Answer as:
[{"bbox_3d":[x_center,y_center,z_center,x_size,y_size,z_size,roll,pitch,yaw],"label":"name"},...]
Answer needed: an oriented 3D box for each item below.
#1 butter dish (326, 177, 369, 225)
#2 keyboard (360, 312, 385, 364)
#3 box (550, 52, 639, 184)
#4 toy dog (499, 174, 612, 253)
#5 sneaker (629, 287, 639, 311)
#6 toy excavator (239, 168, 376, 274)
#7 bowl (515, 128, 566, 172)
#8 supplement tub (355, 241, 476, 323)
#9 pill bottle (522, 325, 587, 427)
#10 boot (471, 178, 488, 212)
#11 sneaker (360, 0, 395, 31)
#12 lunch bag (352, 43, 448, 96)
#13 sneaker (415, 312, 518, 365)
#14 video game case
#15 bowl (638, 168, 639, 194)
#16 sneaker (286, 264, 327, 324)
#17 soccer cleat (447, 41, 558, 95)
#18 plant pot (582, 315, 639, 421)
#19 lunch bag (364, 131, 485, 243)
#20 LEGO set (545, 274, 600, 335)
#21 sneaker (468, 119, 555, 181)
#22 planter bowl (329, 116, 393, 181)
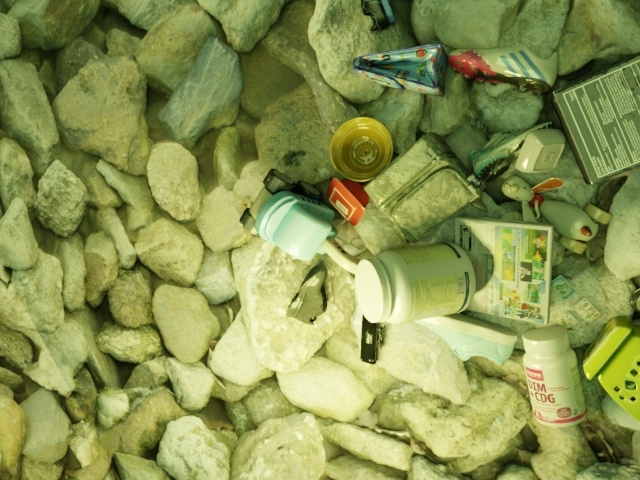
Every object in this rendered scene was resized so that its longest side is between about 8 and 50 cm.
[{"bbox_3d":[0.113,-0.156,1.935,0.118,0.160,0.160,-40,81,-22],"label":"butter dish"},{"bbox_3d":[0.195,0.357,2.029,0.100,0.038,0.192,11,103,41],"label":"keyboard"},{"bbox_3d":[0.865,-0.351,1.608,0.294,0.183,0.296,-22,88,19],"label":"box"},{"bbox_3d":[0.715,-0.081,1.710,0.334,0.161,0.220,12,101,17],"label":"toy dog"},{"bbox_3d":[1.072,0.189,1.654,0.272,0.108,0.100,4,101,20],"label":"sneaker"},{"bbox_3d":[0.000,0.000,1.919,0.222,0.433,0.445,-54,51,17],"label":"toy excavator"},{"bbox_3d":[0.679,-0.265,1.698,0.053,0.142,0.142,-122,34,-44],"label":"bowl"},{"bbox_3d":[0.298,0.137,1.776,0.325,0.235,0.235,-7,97,-19],"label":"supplement tub"},{"bbox_3d":[0.736,0.427,1.767,0.160,0.160,0.283,-11,97,20],"label":"pill bottle"},{"bbox_3d":[0.516,-0.157,1.833,0.118,0.042,0.087,32,104,12],"label":"boot"},{"bbox_3d":[0.166,-0.809,1.840,0.090,0.081,0.232,-22,91,13],"label":"sneaker"},{"bbox_3d":[0.244,-0.547,1.775,0.293,0.221,0.138,9,101,18],"label":"lunch bag"},{"bbox_3d":[0.460,0.327,1.872,0.366,0.135,0.150,16,100,17],"label":"sneaker"},{"bbox_3d":[0.578,0.091,1.777,0.300,0.036,0.329,8,113,33],"label":"video game case"},{"bbox_3d":[1.052,-0.122,1.471,0.391,0.391,0.077,11,111,17],"label":"bowl"},{"bbox_3d":[-0.021,0.200,2.022,0.130,0.109,0.286,30,133,2],"label":"sneaker"},{"bbox_3d":[0.569,-0.557,1.733,0.331,0.116,0.143,21,88,13],"label":"soccer cleat"},{"bbox_3d":[0.927,0.362,1.672,0.207,0.228,0.227,36,108,19],"label":"plant pot"},{"bbox_3d":[0.336,-0.167,1.800,0.305,0.212,0.256,-40,84,21],"label":"lunch bag"},{"bbox_3d":[0.747,0.204,1.810,0.244,0.060,0.182,43,109,-4],"label":"LEGO set"},{"bbox_3d":[0.593,-0.309,1.749,0.283,0.110,0.122,-30,52,5],"label":"sneaker"},{"bbox_3d":[0.147,-0.307,1.908,0.217,0.090,0.217,0,91,16],"label":"planter bowl"}]
